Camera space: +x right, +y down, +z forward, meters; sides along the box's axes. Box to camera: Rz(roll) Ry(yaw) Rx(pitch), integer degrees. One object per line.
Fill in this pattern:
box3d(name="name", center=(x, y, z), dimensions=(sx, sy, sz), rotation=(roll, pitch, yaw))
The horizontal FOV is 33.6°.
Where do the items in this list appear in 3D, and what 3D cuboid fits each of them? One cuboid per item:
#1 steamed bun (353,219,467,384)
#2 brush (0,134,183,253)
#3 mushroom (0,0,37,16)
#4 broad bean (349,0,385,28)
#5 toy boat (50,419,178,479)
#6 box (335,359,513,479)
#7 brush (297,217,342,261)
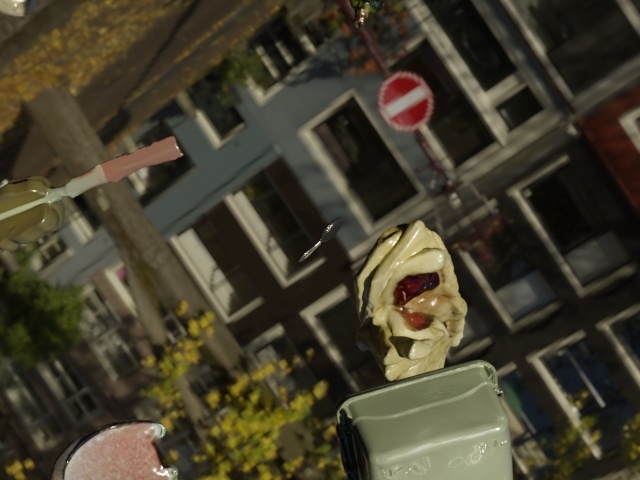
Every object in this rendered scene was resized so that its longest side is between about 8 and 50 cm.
box3d(name="steamed bun", center=(0.160, 0.154, 1.840), dimensions=(0.247, 0.189, 0.428), rotation=(-38, 153, -8))
box3d(name="brush", center=(-0.305, -0.058, 1.268), dimensions=(0.301, 0.084, 0.071), rotation=(-20, -163, 9))
box3d(name="mushroom", center=(-0.660, -0.554, 1.969), dimensions=(0.122, 0.351, 0.095), rotation=(-38, 179, -11))
box3d(name="broad bean", center=(0.054, -0.304, 1.142), dimensions=(0.048, 0.214, 0.070), rotation=(1, 142, 1))
box3d(name="toy boat", center=(-0.370, 0.403, 1.875), dimensions=(0.227, 0.155, 0.085), rotation=(-13, 175, -35))
box3d(name="box", center=(0.108, 0.202, 1.032), dimensions=(0.172, 0.124, 0.093), rotation=(-15, -148, -6))
box3d(name="brush", center=(0.000, 0.000, 1.421), dimensions=(0.083, 0.024, 0.008), rotation=(-43, -133, -11))
